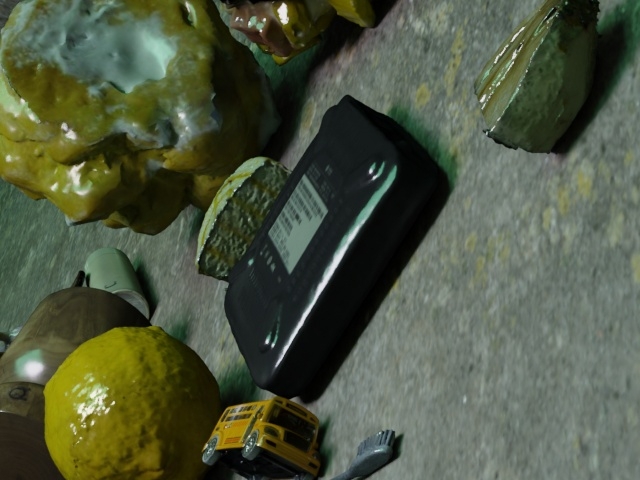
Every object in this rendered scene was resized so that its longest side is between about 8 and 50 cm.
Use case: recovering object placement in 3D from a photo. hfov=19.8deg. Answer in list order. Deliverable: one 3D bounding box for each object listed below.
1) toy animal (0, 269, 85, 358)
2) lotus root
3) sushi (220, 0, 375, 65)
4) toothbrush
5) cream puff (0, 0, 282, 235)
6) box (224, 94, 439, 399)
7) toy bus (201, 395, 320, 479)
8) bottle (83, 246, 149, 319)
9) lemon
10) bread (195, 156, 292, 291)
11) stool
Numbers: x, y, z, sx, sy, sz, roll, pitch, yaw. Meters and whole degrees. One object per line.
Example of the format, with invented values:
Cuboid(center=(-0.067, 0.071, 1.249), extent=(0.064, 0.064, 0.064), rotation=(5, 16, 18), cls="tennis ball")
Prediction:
Cuboid(center=(-0.362, 0.139, 2.411), extent=(0.197, 0.160, 0.272), rotation=(117, 145, -58), cls="toy animal")
Cuboid(center=(0.200, -0.149, 1.596), extent=(0.144, 0.070, 0.143), rotation=(-56, 13, 27), cls="lotus root")
Cuboid(center=(-0.013, -0.399, 2.218), extent=(0.329, 0.285, 0.328), rotation=(-27, 38, 22), cls="sushi")
Cuboid(center=(-0.025, 0.242, 1.688), extent=(0.321, 0.023, 0.031), rotation=(-39, 22, 46), cls="toothbrush")
Cuboid(center=(-0.244, -0.159, 2.329), extent=(0.275, 0.378, 0.378), rotation=(94, -168, -60), cls="cream puff")
Cuboid(center=(0.000, 0.000, 1.884), extent=(0.289, 0.073, 0.290), rotation=(-57, 19, 10), cls="box")
Cuboid(center=(-0.051, 0.193, 1.753), extent=(0.162, 0.069, 0.074), rotation=(-19, 43, 64), cls="toy bus")
Cuboid(center=(-0.281, 0.070, 2.504), extent=(0.072, 0.072, 0.201), rotation=(-58, 20, 8), cls="bottle")
Cuboid(center=(-0.198, 0.189, 1.943), extent=(0.192, 0.192, 0.231), rotation=(-56, 29, 14), cls="lemon")
Cuboid(center=(-0.088, -0.018, 2.091), extent=(0.156, 0.103, 0.110), rotation=(-56, 24, -6), cls="bread")
Cuboid(center=(-0.309, 0.195, 2.152), extent=(0.179, 0.179, 0.264), rotation=(-48, 9, 33), cls="stool")
